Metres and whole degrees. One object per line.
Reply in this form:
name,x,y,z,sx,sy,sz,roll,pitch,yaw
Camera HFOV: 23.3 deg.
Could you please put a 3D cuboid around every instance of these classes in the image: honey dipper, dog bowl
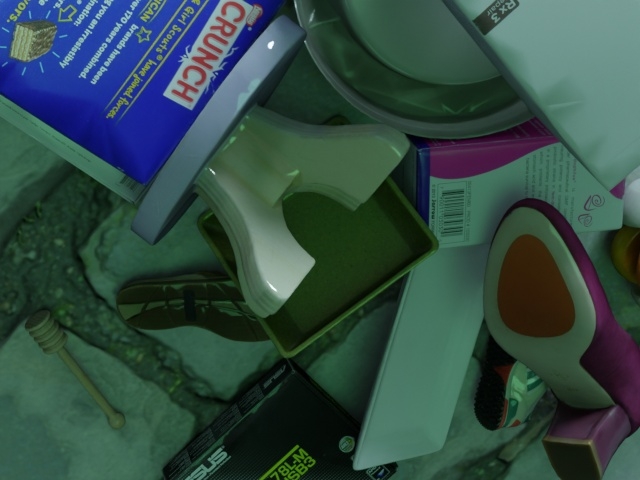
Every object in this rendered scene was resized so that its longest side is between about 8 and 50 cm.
honey dipper,-0.247,0.137,1.599,0.030,0.030,0.160,-34,119,1
dog bowl,0.128,-0.277,1.477,0.349,0.102,0.348,-6,114,-13

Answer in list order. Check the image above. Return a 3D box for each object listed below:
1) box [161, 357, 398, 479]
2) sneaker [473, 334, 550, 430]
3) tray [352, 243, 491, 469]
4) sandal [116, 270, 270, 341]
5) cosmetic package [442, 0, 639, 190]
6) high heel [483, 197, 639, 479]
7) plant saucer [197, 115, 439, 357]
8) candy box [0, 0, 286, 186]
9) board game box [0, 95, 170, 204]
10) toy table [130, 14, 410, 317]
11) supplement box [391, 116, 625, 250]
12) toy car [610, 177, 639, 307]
box,-0.043,0.249,1.691,0.191,0.045,0.184,-42,119,5
sneaker,0.226,0.134,1.714,0.075,0.057,0.161,3,109,-39
tray,0.110,0.114,1.658,0.145,0.030,0.270,-4,117,-43
sandal,-0.118,0.061,1.592,0.180,0.049,0.072,3,115,0
cosmetic package,0.209,-0.242,1.317,0.217,0.156,0.385,-42,132,8
high heel,0.267,0.073,1.623,0.127,0.181,0.377,9,133,28
plant saucer,0.000,0.000,1.544,0.188,0.188,0.045,-36,153,3
candy box,-0.208,-0.243,1.334,0.317,0.122,0.268,34,98,-24
board game box,-0.239,-0.193,1.444,0.305,0.053,0.193,35,99,-25
toy table,-0.046,-0.055,1.415,0.161,0.252,0.274,39,141,-1
supplement box,0.189,-0.070,1.576,0.220,0.114,0.111,-5,114,-11
toy car,0.409,0.006,1.652,0.182,0.136,0.159,-20,116,-5
